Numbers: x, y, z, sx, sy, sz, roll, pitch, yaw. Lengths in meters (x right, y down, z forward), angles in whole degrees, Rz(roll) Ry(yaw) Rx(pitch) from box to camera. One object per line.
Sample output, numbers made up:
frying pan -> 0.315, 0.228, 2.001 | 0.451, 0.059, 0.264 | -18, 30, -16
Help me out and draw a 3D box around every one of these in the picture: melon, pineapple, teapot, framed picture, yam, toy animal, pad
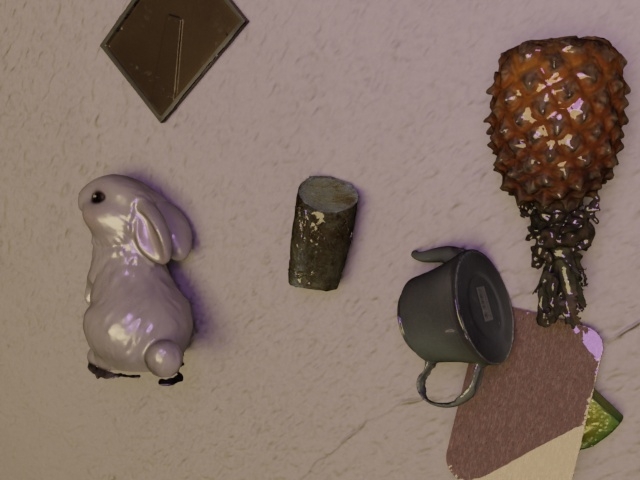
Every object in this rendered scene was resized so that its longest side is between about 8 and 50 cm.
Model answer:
melon -> 0.330, 0.259, 0.938 | 0.209, 0.064, 0.118 | -15, 92, 26
pineapple -> 0.293, -0.066, 0.797 | 0.174, 0.175, 0.362 | 3, 106, 25
teapot -> 0.175, 0.117, 0.914 | 0.148, 0.162, 0.240 | -18, 65, 37
framed picture -> -0.250, -0.345, 1.060 | 0.250, 0.016, 0.184 | -41, 86, 30
yam -> 0.000, 0.000, 0.996 | 0.107, 0.107, 0.183 | 17, 113, 20
toy animal -> -0.329, 0.060, 1.136 | 0.257, 0.193, 0.358 | 3, 99, 35
pad -> 0.289, 0.237, 0.913 | 0.176, 0.002, 0.267 | 14, 87, 29
